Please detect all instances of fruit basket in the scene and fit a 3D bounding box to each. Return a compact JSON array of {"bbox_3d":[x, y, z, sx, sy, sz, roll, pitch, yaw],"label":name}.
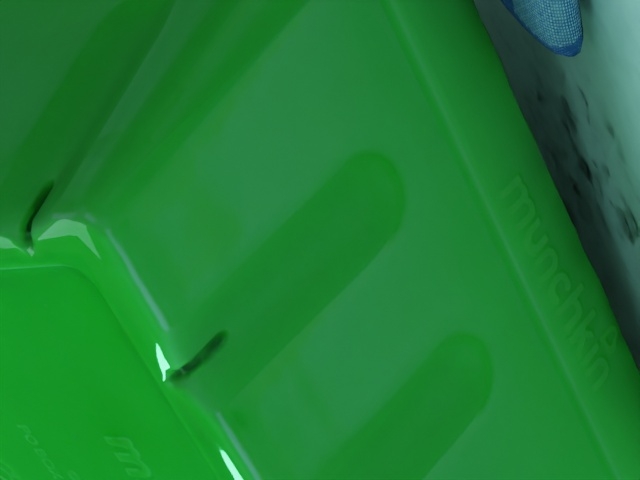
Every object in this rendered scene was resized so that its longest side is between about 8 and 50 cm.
[{"bbox_3d":[0.000,0.000,0.701,0.283,0.392,0.392,-4,118,39],"label":"fruit basket"}]

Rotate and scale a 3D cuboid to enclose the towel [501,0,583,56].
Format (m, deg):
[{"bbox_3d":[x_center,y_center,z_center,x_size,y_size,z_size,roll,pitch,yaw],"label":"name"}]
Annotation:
[{"bbox_3d":[0.016,-0.207,0.468,0.209,0.034,0.285,59,174,34],"label":"towel"}]
